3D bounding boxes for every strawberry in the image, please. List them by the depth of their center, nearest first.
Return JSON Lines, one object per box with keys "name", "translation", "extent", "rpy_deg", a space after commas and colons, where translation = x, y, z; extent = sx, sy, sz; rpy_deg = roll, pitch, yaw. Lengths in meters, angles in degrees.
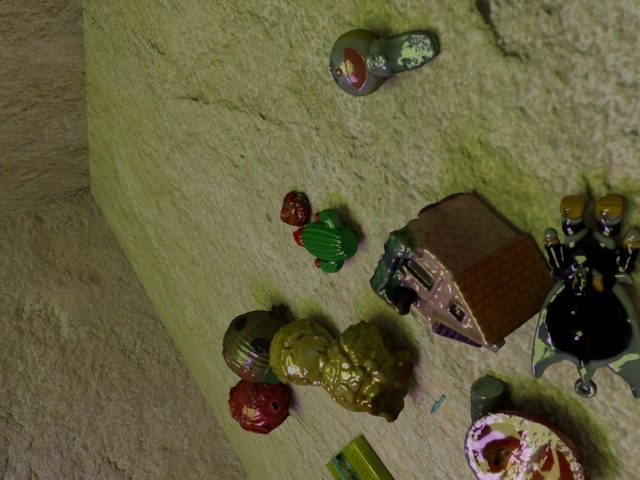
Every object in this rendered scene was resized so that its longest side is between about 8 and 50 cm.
{"name": "strawberry", "translation": [-0.078, -0.080, 1.390], "extent": [0.152, 0.048, 0.103], "rpy_deg": [-28, 85, 55]}

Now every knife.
{"name": "knife", "translation": [0.285, 0.399, 1.237], "extent": [0.014, 0.005, 0.091], "rpy_deg": [44, 143, 28]}

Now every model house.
{"name": "model house", "translation": [0.243, 0.089, 0.892], "extent": [0.237, 0.202, 0.236], "rpy_deg": [47, 144, 27]}

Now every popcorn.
{"name": "popcorn", "translation": [0.121, 0.332, 1.256], "extent": [0.251, 0.206, 0.237], "rpy_deg": [45, 131, 8]}
{"name": "popcorn", "translation": [-0.050, 0.335, 1.512], "extent": [0.221, 0.184, 0.204], "rpy_deg": [12, 84, 46]}

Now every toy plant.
{"name": "toy plant", "translation": [0.009, 0.010, 1.287], "extent": [0.154, 0.088, 0.240], "rpy_deg": [61, 149, 4]}

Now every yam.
{"name": "yam", "translation": [0.350, 0.366, 1.064], "extent": [0.068, 0.068, 0.169], "rpy_deg": [24, 130, 47]}

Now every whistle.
{"name": "whistle", "translation": [0.100, -0.323, 0.907], "extent": [0.223, 0.123, 0.122], "rpy_deg": [2, 114, 39]}

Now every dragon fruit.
{"name": "dragon fruit", "translation": [-0.234, 0.623, 1.948], "extent": [0.240, 0.241, 0.252], "rpy_deg": [55, 136, 15]}

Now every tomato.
{"name": "tomato", "translation": [0.403, 0.405, 0.968], "extent": [0.228, 0.112, 0.199], "rpy_deg": [28, 119, 32]}

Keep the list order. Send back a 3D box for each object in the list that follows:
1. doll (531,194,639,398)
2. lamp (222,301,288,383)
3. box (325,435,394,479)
{"name": "doll", "translation": [0.396, 0.091, 0.761], "extent": [0.146, 0.103, 0.315], "rpy_deg": [-4, 106, 10]}
{"name": "lamp", "translation": [-0.187, 0.331, 1.681], "extent": [0.250, 0.250, 0.284], "rpy_deg": [37, 101, 37]}
{"name": "box", "translation": [0.127, 0.786, 1.701], "extent": [0.187, 0.047, 0.335], "rpy_deg": [51, 147, 20]}
